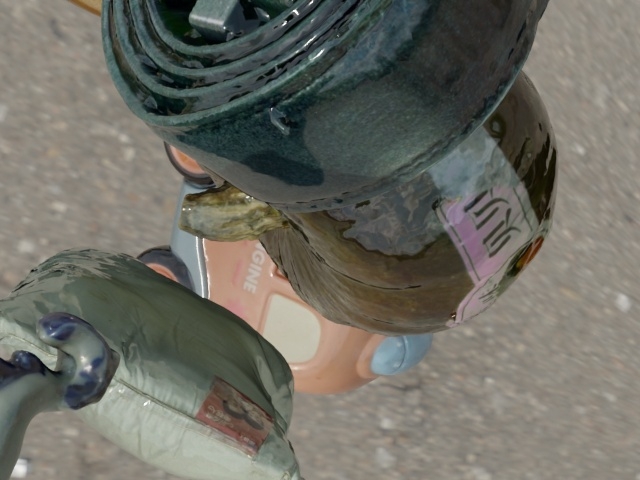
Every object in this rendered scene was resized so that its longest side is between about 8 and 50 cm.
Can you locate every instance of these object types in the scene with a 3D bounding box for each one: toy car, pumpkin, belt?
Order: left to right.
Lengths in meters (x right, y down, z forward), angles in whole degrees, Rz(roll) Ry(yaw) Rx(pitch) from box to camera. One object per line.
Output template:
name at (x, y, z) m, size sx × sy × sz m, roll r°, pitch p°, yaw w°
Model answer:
toy car at (0.000, 0.000, 1.450) m, size 0.212 × 0.180 × 0.270 m, roll 28°, pitch 115°, yaw 26°
pumpkin at (0.002, -0.054, 1.084) m, size 0.189 × 0.260 × 0.260 m, roll -39°, pitch 70°, yaw -16°
belt at (0.002, -0.137, 0.874) m, size 0.206 × 0.116 × 0.267 m, roll -35°, pitch 42°, yaw 24°

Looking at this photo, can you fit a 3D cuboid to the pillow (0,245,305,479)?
pillow at (-0.065, 0.048, 0.776) m, size 0.128 × 0.229 × 0.051 m, roll 29°, pitch 93°, yaw -3°

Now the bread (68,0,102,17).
bread at (-0.214, -0.267, 1.548) m, size 0.200 × 0.077 × 0.116 m, roll 32°, pitch 92°, yaw -3°

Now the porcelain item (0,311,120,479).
porcelain item at (-0.111, 0.070, 0.509) m, size 0.021 × 0.075 × 0.136 m, roll 12°, pitch 71°, yaw 48°
